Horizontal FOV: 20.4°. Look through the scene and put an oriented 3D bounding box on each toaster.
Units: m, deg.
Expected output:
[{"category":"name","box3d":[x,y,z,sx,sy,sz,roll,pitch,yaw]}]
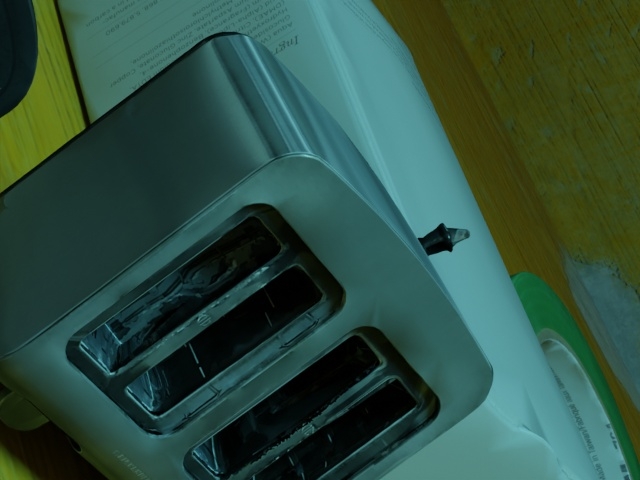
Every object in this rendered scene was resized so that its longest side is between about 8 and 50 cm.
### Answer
[{"category":"toaster","box3d":[-0.035,0.025,0.718,0.168,0.185,0.110,50,6,-38]}]

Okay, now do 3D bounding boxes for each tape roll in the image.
[{"category":"tape roll","box3d":[0.156,0.184,1.204,0.321,0.077,0.321,55,23,-37]}]

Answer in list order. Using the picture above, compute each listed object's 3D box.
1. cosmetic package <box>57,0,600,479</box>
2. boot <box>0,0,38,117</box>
[{"category":"cosmetic package","box3d":[0.000,0.000,0.988,0.217,0.156,0.385,46,20,-45]},{"category":"boot","box3d":[-0.219,-0.195,0.811,0.264,0.096,0.280,46,9,-21]}]
